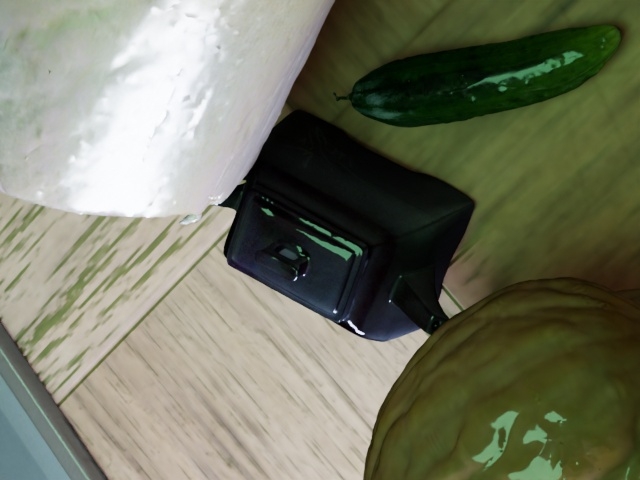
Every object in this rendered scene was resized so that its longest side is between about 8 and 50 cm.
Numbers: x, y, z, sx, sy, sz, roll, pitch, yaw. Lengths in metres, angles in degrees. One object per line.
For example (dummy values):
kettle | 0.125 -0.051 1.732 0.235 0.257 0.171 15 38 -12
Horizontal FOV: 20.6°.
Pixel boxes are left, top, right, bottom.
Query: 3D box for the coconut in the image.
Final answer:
coconut | -0.114 -0.125 0.873 0.239 0.239 0.244 38 130 13

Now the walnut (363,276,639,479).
walnut | 0.123 0.115 0.867 0.213 0.213 0.213 10 111 26

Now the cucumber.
cucumber | 0.076 -0.081 0.909 0.168 0.039 0.039 -9 102 29

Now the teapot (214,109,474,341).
teapot | 0.000 0.000 0.945 0.177 0.096 0.087 30 119 18

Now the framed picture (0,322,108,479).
framed picture | -0.260 0.132 1.183 0.213 0.016 0.289 -35 88 33
